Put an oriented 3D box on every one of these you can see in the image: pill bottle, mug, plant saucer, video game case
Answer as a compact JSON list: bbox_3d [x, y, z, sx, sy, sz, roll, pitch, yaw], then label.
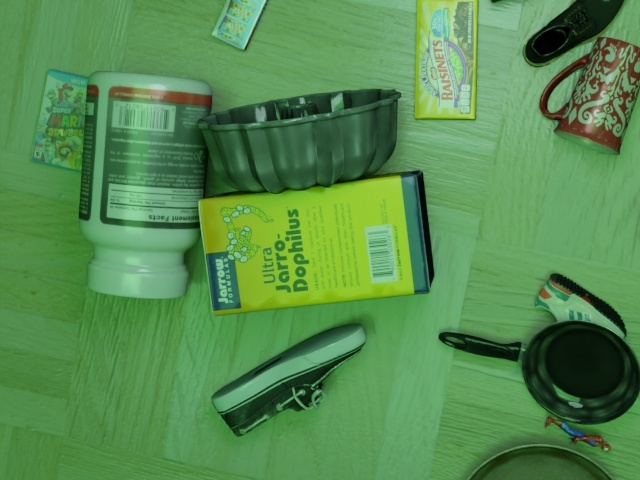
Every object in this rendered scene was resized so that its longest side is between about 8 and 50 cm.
[{"bbox_3d":[-0.297,-0.095,1.924,0.210,0.210,0.363,6,96,7],"label":"pill bottle"},{"bbox_3d":[0.447,-0.243,1.864,0.150,0.113,0.169,22,94,3],"label":"mug"},{"bbox_3d":[0.377,0.497,1.967,0.310,0.050,0.311,1,95,7],"label":"plant saucer"},{"bbox_3d":[-0.441,-0.210,2.031,0.119,0.015,0.166,14,96,6],"label":"video game case"}]

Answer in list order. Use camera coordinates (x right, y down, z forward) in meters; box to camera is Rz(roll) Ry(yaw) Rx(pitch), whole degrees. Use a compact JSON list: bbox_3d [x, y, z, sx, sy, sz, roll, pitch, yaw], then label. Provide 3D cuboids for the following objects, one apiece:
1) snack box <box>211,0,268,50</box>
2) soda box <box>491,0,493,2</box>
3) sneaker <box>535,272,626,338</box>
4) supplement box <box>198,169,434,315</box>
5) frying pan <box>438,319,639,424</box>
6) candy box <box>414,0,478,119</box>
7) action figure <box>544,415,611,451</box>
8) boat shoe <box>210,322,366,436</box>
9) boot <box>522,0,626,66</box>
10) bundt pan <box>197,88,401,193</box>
[{"bbox_3d":[-0.122,-0.420,1.966,0.064,0.022,0.178,26,98,4],"label":"snack box"},{"bbox_3d":[0.404,-0.474,1.856,0.286,0.091,0.098,-15,94,9],"label":"soda box"},{"bbox_3d":[0.436,0.127,1.931,0.161,0.057,0.075,35,116,1],"label":"sneaker"},{"bbox_3d":[0.000,0.000,1.899,0.356,0.194,0.195,-7,94,8],"label":"supplement box"},{"bbox_3d":[0.378,0.223,1.938,0.326,0.053,0.197,-7,110,26],"label":"frying pan"},{"bbox_3d":[0.212,-0.307,1.929,0.105,0.027,0.206,1,95,11],"label":"candy box"},{"bbox_3d":[0.439,0.333,1.951,0.115,0.038,0.030,19,75,7],"label":"action figure"},{"bbox_3d":[-0.040,0.247,1.970,0.306,0.113,0.105,-30,97,12],"label":"boat shoe"},{"bbox_3d":[0.418,-0.351,1.842,0.198,0.137,0.077,-42,89,8],"label":"boot"},{"bbox_3d":[-0.025,-0.156,1.832,0.330,0.331,0.124,-7,103,8],"label":"bundt pan"}]
